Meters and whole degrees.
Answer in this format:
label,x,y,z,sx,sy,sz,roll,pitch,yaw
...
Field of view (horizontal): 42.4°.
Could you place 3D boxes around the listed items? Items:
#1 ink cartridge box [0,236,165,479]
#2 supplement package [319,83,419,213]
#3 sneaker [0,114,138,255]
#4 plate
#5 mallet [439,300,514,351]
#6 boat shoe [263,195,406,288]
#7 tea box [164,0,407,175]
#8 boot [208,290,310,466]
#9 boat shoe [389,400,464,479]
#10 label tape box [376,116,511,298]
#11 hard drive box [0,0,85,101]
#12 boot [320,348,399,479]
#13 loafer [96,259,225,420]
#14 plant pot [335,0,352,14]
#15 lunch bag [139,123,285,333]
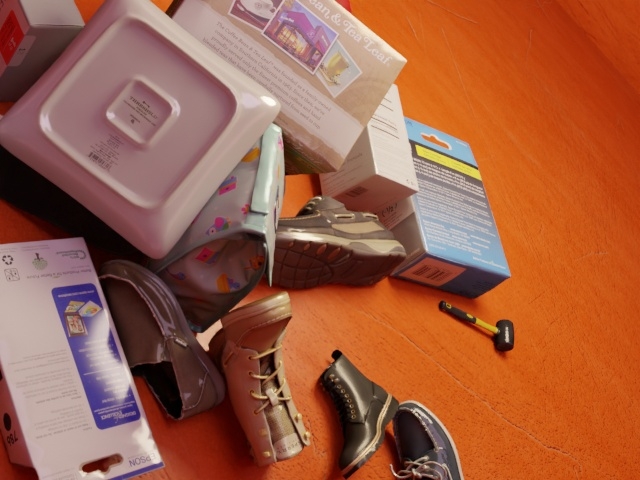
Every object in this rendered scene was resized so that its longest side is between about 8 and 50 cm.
label,x,y,z,sx,sy,sz,roll,pitch,yaw
ink cartridge box,-0.329,0.157,1.031,0.165,0.065,0.333,-5,64,-46
supplement package,0.078,-0.191,1.592,0.133,0.139,0.244,17,55,-46
sneaker,-0.345,-0.114,1.174,0.295,0.124,0.178,34,32,-5
plate,-0.236,-0.162,1.081,0.277,0.045,0.278,38,80,-4
mallet,0.317,0.172,1.662,0.189,0.039,0.062,20,51,-26
boat shoe,0.000,0.000,1.431,0.355,0.132,0.130,10,45,-50
tea box,-0.099,-0.284,1.333,0.329,0.323,0.220,35,80,-18
boot,-0.070,0.193,1.110,0.095,0.262,0.204,-14,73,-26
boat shoe,0.174,0.384,1.323,0.079,0.095,0.255,-5,74,-58
label tape box,0.232,-0.073,1.702,0.249,0.115,0.348,16,49,-36
hard drive box,-0.455,-0.347,1.194,0.089,0.181,0.232,-13,71,-47
boot,0.036,0.270,1.298,0.137,0.077,0.198,45,27,-2
loafer,-0.227,0.137,1.117,0.251,0.094,0.087,53,39,-2
plant pot,-0.059,-0.438,1.632,0.174,0.191,0.191,-23,78,-47
lunch bag,-0.139,-0.025,1.191,0.160,0.262,0.223,30,44,-24
